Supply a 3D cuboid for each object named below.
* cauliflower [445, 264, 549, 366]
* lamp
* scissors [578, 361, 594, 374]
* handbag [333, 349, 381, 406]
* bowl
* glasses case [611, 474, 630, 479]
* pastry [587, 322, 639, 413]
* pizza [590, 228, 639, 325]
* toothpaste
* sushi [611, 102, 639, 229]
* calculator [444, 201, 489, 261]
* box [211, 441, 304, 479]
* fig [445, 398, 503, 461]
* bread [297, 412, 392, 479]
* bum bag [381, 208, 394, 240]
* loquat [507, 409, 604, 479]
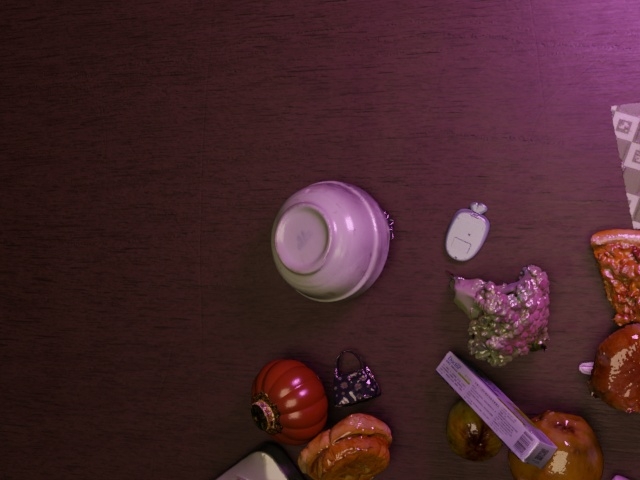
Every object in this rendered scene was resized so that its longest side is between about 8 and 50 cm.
[{"bbox_3d":[0.403,0.157,1.863,0.315,0.239,0.257,29,127,30],"label":"cauliflower"},{"bbox_3d":[-0.078,0.407,2.003,0.223,0.196,0.223,27,127,42],"label":"lamp"},{"bbox_3d":[0.710,0.304,1.848,0.204,0.027,0.101,4,92,15],"label":"scissors"},{"bbox_3d":[0.078,0.348,2.018,0.115,0.072,0.139,-19,83,18],"label":"handbag"},{"bbox_3d":[0.000,0.000,1.947,0.307,0.163,0.307,-2,85,31],"label":"bowl"},{"bbox_3d":[0.758,0.613,1.826,0.193,0.074,0.049,34,105,13],"label":"glasses case"},{"bbox_3d":[0.715,0.299,1.781,0.228,0.100,0.219,-25,92,8],"label":"pastry"},{"bbox_3d":[0.749,0.104,1.798,0.335,0.086,0.226,31,100,11],"label":"pizza"},{"bbox_3d":[0.395,0.381,1.819,0.067,0.081,0.336,-54,39,9],"label":"toothpaste"},{"bbox_3d":[0.825,-0.187,1.772,0.293,0.059,0.292,-8,90,18],"label":"sushi"},{"bbox_3d":[0.360,-0.022,1.938,0.095,0.021,0.153,25,103,13],"label":"calculator"},{"bbox_3d":[-0.164,0.790,2.094,0.396,0.111,0.396,-38,83,14],"label":"box"},{"bbox_3d":[0.369,0.459,1.910,0.135,0.121,0.153,-15,88,12],"label":"fig"},{"bbox_3d":[0.069,0.530,1.971,0.236,0.198,0.120,-37,47,16],"label":"bread"},{"bbox_3d":[0.101,0.001,2.002,0.197,0.049,0.087,-33,77,20],"label":"bum bag"},{"bbox_3d":[0.538,0.523,1.827,0.213,0.213,0.246,16,114,15],"label":"loquat"}]
